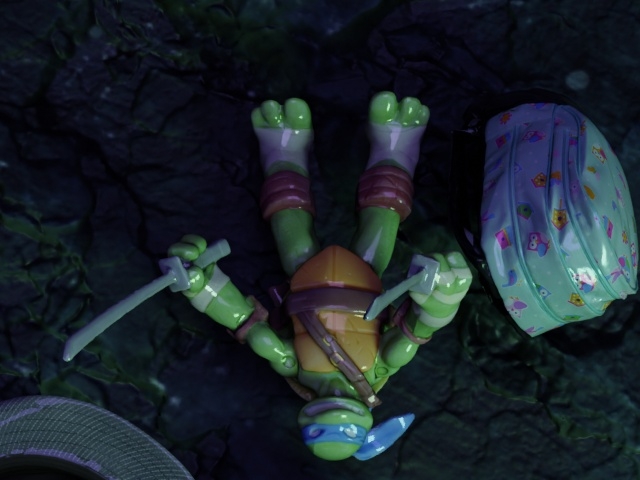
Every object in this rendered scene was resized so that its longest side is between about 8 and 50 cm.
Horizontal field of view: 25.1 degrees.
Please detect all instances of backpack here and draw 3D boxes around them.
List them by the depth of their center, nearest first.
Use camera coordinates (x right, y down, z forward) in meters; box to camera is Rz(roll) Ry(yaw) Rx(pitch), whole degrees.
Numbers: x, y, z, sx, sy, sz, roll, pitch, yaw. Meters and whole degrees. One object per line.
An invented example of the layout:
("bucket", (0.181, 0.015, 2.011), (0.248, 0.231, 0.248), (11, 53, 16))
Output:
("backpack", (0.169, -0.019, 1.055), (0.152, 0.115, 0.182), (49, 30, -25))

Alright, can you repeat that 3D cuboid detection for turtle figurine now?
("turtle figurine", (0.000, 0.000, 1.011), (0.274, 0.197, 0.266), (33, 46, -38))

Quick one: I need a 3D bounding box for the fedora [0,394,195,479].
("fedora", (-0.195, 0.247, 0.964), (0.243, 0.124, 0.275), (30, 78, 2))
